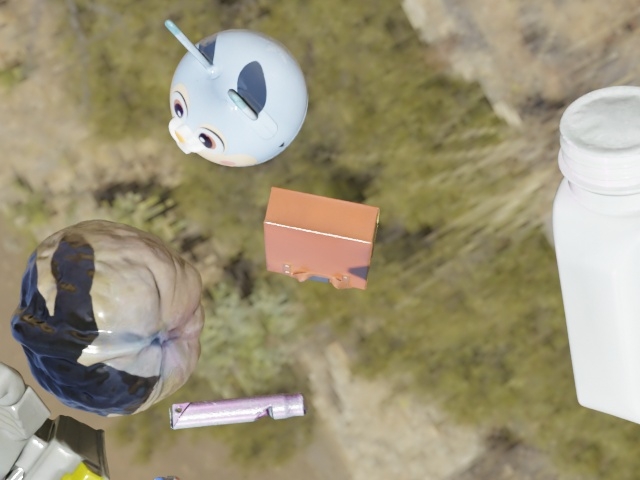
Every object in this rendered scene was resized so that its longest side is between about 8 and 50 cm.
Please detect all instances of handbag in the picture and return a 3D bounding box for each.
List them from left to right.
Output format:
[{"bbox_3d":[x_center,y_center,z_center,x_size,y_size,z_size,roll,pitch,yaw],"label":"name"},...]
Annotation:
[{"bbox_3d":[0.000,0.000,1.962,0.127,0.063,0.190,10,161,3],"label":"handbag"}]

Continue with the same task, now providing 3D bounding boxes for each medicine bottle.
[{"bbox_3d":[0.300,0.011,1.614,0.124,0.179,0.324,18,140,31],"label":"medicine bottle"}]

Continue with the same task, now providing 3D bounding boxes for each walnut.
[{"bbox_3d":[-0.269,0.097,2.114,0.248,0.248,0.248,47,156,29],"label":"walnut"}]

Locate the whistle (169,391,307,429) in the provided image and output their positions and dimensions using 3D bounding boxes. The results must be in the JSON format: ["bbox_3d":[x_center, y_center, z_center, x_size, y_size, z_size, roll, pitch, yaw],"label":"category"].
[{"bbox_3d":[-0.105,0.216,2.142,0.033,0.176,0.033,-6,-90,-86],"label":"whistle"}]

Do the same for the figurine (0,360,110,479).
[{"bbox_3d":[-0.393,0.212,1.855,0.285,0.167,0.342,35,123,-22],"label":"figurine"}]

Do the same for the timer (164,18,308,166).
[{"bbox_3d":[-0.113,-0.155,1.879,0.175,0.255,0.175,5,101,24],"label":"timer"}]

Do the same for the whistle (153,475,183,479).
[{"bbox_3d":[-0.234,0.362,2.496,0.033,0.083,0.029,20,103,28],"label":"whistle"}]
